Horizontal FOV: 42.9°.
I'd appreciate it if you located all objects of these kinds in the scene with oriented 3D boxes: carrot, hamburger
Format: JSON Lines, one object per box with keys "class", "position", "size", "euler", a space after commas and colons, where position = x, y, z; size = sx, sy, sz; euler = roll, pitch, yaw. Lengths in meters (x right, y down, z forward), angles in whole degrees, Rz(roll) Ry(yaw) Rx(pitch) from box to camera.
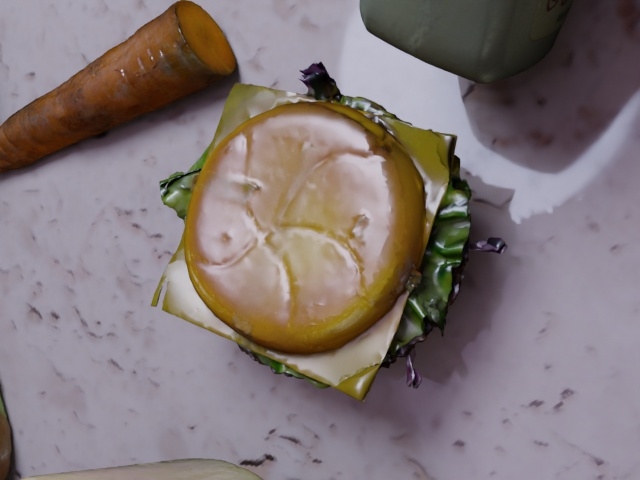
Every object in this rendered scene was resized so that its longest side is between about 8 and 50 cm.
{"class": "carrot", "position": [-0.164, -0.094, 0.566], "size": [0.224, 0.057, 0.057], "euler": [-21, 75, 25]}
{"class": "hamburger", "position": [-0.002, -0.004, 0.454], "size": [0.190, 0.093, 0.164], "euler": [32, 95, 22]}

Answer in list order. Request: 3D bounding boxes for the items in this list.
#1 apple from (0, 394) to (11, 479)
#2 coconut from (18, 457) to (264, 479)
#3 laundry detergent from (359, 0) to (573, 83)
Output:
{"class": "apple", "position": [-0.324, 0.148, 0.544], "size": [0.188, 0.174, 0.207], "euler": [-35, 87, 19]}
{"class": "coconut", "position": [-0.096, 0.226, 0.397], "size": [0.259, 0.259, 0.259], "euler": [-3, 82, 23]}
{"class": "laundry detergent", "position": [0.106, -0.205, 0.353], "size": [0.091, 0.181, 0.253], "euler": [29, 122, 17]}
